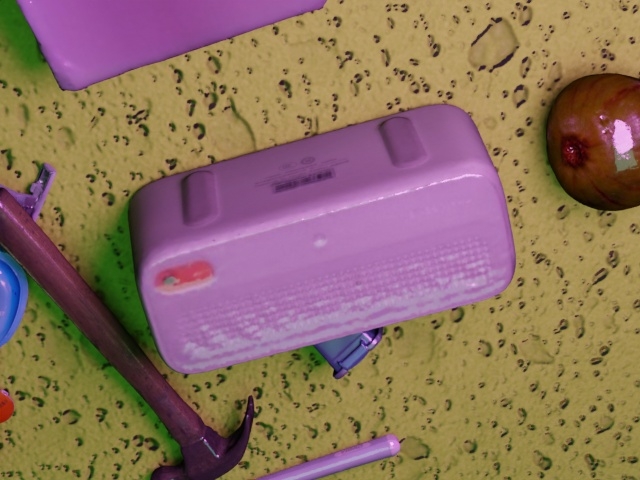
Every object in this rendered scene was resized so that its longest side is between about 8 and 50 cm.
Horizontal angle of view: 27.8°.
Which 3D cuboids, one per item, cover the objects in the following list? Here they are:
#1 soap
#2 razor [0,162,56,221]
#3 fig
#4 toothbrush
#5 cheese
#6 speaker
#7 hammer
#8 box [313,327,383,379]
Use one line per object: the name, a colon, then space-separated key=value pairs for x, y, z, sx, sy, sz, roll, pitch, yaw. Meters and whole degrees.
soap: x=-0.167 y=-0.309 z=1.234 sx=0.296 sy=0.107 sz=0.285 roll=-17 pitch=132 yaw=0
razor: x=-0.397 y=-0.076 z=1.384 sx=0.211 sy=0.036 sz=0.084 roll=22 pitch=107 yaw=-16
fig: x=0.368 y=-0.118 z=1.434 sx=0.259 sy=0.151 sz=0.151 roll=-12 pitch=117 yaw=-32
toothbrush: x=-0.067 y=0.296 z=1.589 sx=0.342 sy=0.025 sz=0.030 roll=-15 pitch=112 yaw=1
cheese: x=-0.387 y=0.107 z=1.464 sx=0.106 sy=0.037 sz=0.256 roll=6 pitch=119 yaw=-8
speaker: x=0.000 y=0.000 z=1.383 sx=0.406 sy=0.184 sz=0.183 roll=-15 pitch=115 yaw=0
hammer: x=-0.237 y=0.116 z=1.456 sx=0.168 sy=0.044 sz=0.440 roll=-29 pitch=117 yaw=17
box: x=0.029 y=0.106 z=1.483 sx=0.074 sy=0.099 sz=0.054 roll=-42 pitch=96 yaw=12
